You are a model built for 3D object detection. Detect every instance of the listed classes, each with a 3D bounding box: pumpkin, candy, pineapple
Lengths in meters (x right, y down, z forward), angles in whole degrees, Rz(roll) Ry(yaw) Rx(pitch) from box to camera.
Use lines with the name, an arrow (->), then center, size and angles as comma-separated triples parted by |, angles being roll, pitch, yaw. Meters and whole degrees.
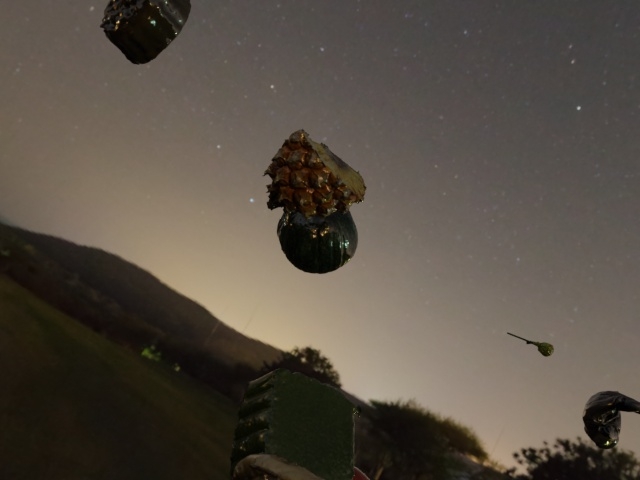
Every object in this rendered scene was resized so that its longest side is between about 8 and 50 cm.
pumpkin -> 0.000, 0.000, 2.062 | 0.197, 0.293, 0.263 | -110, -157, -49
candy -> 0.543, 0.266, 1.486 | 0.123, 0.035, 0.035 | 22, 1, 25
pineapple -> -0.036, -0.119, 1.703 | 0.344, 0.286, 0.209 | 31, 31, -43

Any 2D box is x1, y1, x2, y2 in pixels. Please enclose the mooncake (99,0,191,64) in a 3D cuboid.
mooncake -> -0.425, -0.547, 1.381 | 0.228, 0.228, 0.124 | 18, -14, 43

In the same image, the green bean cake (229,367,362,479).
green bean cake -> -0.054, 0.428, 1.220 | 0.247, 0.249, 0.156 | 28, -46, -28

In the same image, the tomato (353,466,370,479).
tomato -> -0.006, 0.715, 1.391 | 0.341, 0.341, 0.272 | 28, -39, 15

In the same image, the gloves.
gloves -> 0.680, 0.428, 1.356 | 0.119, 0.142, 0.285 | 23, -28, 21

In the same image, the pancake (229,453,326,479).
pancake -> -0.002, 0.486, 0.912 | 0.382, 0.071, 0.382 | 24, -46, 27
